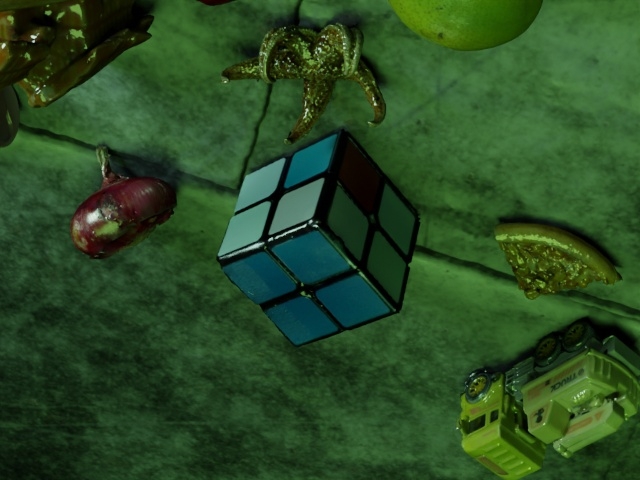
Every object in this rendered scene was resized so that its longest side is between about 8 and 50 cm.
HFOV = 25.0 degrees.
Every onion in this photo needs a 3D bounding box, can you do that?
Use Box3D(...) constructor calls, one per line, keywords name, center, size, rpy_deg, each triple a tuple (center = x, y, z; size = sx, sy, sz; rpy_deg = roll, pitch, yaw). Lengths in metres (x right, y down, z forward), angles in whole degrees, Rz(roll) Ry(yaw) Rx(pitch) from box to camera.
Box3D(name="onion", center=(-0.272, -0.057, 1.893), size=(0.150, 0.150, 0.140), rpy_deg=(-29, 90, 35))

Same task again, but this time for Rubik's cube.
Box3D(name="Rubik's cube", center=(0.001, 0.000, 1.817), size=(0.167, 0.180, 0.183), rpy_deg=(-21, 123, 32))

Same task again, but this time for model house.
Box3D(name="model house", center=(-0.321, -0.249, 1.657), size=(0.220, 0.199, 0.229), rpy_deg=(14, 133, 19))

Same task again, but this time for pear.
Box3D(name="pear", center=(0.129, -0.288, 1.502), size=(0.216, 0.166, 0.180), rpy_deg=(10, 152, -15))

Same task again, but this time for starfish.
Box3D(name="starfish", center=(-0.020, -0.188, 1.711), size=(0.190, 0.074, 0.146), rpy_deg=(-1, 132, 16))

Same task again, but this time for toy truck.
Box3D(name="toy truck", center=(0.314, 0.234, 1.979), size=(0.124, 0.157, 0.272), rpy_deg=(39, 131, -22))

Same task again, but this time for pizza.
Box3D(name="pizza", center=(0.291, 0.033, 1.870), size=(0.178, 0.041, 0.131), rpy_deg=(30, 135, -14))

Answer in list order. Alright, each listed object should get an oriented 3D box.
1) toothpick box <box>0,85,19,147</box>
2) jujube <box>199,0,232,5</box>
Box3D(name="toothpick box", center=(-0.474, -0.159, 1.844), size=(0.149, 0.098, 0.098), rpy_deg=(-4, 132, 20))
Box3D(name="jujube", center=(-0.158, -0.353, 1.541), size=(0.155, 0.155, 0.230), rpy_deg=(-27, 130, 34))
